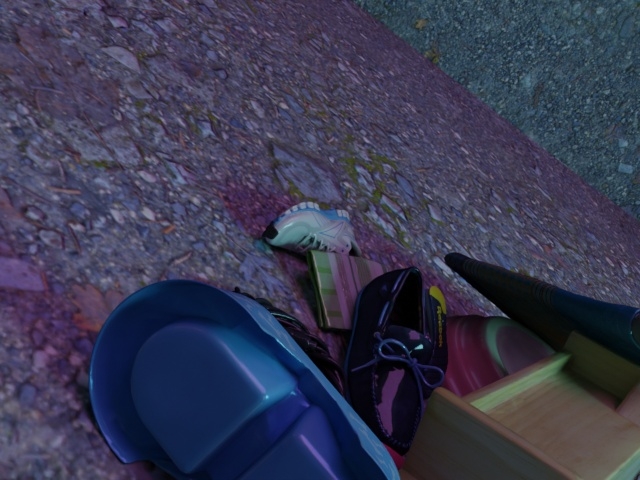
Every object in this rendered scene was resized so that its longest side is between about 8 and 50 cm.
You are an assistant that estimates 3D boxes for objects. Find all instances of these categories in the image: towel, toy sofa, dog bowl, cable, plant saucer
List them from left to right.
[{"bbox_3d":[-0.052,0.159,0.585,0.297,0.166,0.074,48,15,10],"label":"dog bowl"},{"bbox_3d":[-0.038,0.121,0.784,0.150,0.047,0.184,4,45,-53],"label":"cable"},{"bbox_3d":[0.045,0.073,0.977,0.152,0.023,0.113,12,55,-43],"label":"towel"},{"bbox_3d":[0.298,0.230,1.055,0.332,0.084,0.332,33,27,-19],"label":"plant saucer"},{"bbox_3d":[0.235,0.228,0.779,0.150,0.177,0.362,31,23,34],"label":"toy sofa"},{"bbox_3d":[0.360,0.124,1.012,0.271,0.040,0.370,39,-6,-27],"label":"towel"}]

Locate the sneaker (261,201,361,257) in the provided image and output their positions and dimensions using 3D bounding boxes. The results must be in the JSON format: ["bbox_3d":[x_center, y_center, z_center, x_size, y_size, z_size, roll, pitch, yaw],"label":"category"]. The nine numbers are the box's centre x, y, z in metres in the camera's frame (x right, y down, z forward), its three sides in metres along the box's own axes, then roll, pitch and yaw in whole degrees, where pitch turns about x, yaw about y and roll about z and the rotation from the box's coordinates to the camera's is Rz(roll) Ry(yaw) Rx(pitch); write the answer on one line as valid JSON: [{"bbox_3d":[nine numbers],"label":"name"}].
[{"bbox_3d":[0.000,0.000,1.001,0.190,0.071,0.083,-1,55,-55],"label":"sneaker"}]

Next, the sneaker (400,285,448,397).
[{"bbox_3d":[0.133,0.134,0.975,0.053,0.059,0.144,24,64,-54],"label":"sneaker"}]

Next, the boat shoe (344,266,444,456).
[{"bbox_3d":[0.084,0.127,0.873,0.109,0.089,0.258,31,39,-30],"label":"boat shoe"}]

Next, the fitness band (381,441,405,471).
[{"bbox_3d":[0.090,0.307,0.676,0.209,0.054,0.291,9,40,-49],"label":"fitness band"}]
